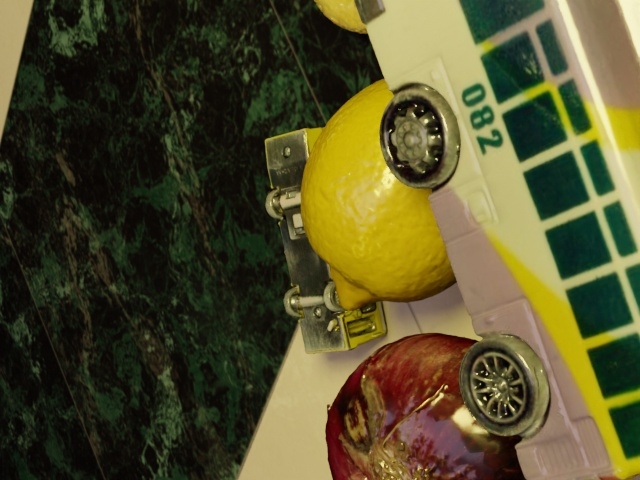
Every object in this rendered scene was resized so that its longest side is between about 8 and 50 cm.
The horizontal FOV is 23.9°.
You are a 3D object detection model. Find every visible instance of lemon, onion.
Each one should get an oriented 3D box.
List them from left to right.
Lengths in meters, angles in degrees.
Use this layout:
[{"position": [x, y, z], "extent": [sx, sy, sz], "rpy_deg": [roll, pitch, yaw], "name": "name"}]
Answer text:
[{"position": [0.074, -0.047, 1.350], "extent": [0.187, 0.187, 0.244], "rpy_deg": [37, 106, 37], "name": "lemon"}, {"position": [0.124, 0.194, 1.356], "extent": [0.246, 0.190, 0.246], "rpy_deg": [22, 131, 28], "name": "onion"}]

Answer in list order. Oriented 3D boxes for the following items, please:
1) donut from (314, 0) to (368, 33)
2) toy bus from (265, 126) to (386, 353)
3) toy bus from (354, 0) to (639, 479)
[{"position": [0.047, -0.276, 1.406], "extent": [0.146, 0.078, 0.181], "rpy_deg": [20, 116, 47], "name": "donut"}, {"position": [0.000, 0.000, 1.532], "extent": [0.081, 0.074, 0.226], "rpy_deg": [-13, 90, 48], "name": "toy bus"}, {"position": [0.217, -0.046, 1.166], "extent": [0.249, 0.209, 0.440], "rpy_deg": [-25, 81, 47], "name": "toy bus"}]
